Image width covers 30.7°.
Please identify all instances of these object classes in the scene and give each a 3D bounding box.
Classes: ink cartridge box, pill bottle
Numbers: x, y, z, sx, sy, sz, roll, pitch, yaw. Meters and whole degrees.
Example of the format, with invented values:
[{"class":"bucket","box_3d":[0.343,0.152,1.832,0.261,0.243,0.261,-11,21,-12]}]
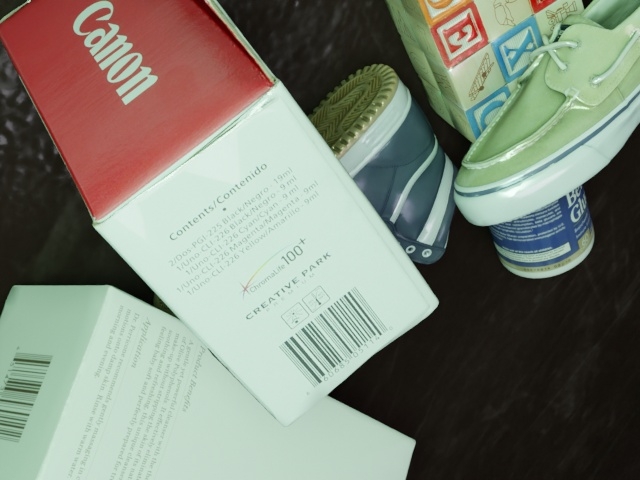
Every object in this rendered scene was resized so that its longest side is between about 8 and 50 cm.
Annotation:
[{"class":"ink cartridge box","box_3d":[-0.098,-0.077,0.760,0.130,0.309,0.272,-38,128,-1]},{"class":"pill bottle","box_3d":[0.187,-0.055,1.056,0.094,0.094,0.169,-31,128,-7]}]

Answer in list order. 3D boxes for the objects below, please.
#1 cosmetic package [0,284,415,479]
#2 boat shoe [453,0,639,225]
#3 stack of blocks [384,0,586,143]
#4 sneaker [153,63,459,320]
[{"class":"cosmetic package","box_3d":[-0.106,0.194,0.976,0.365,0.155,0.197,34,65,-38]},{"class":"boat shoe","box_3d":[0.210,-0.134,0.917,0.302,0.109,0.094,-42,115,-10]},{"class":"stack of blocks","box_3d":[0.128,-0.242,0.916,0.171,0.087,0.297,-33,128,-5]},{"class":"sneaker","box_3d":[0.000,0.000,0.992,0.282,0.099,0.153,-45,127,0]}]
